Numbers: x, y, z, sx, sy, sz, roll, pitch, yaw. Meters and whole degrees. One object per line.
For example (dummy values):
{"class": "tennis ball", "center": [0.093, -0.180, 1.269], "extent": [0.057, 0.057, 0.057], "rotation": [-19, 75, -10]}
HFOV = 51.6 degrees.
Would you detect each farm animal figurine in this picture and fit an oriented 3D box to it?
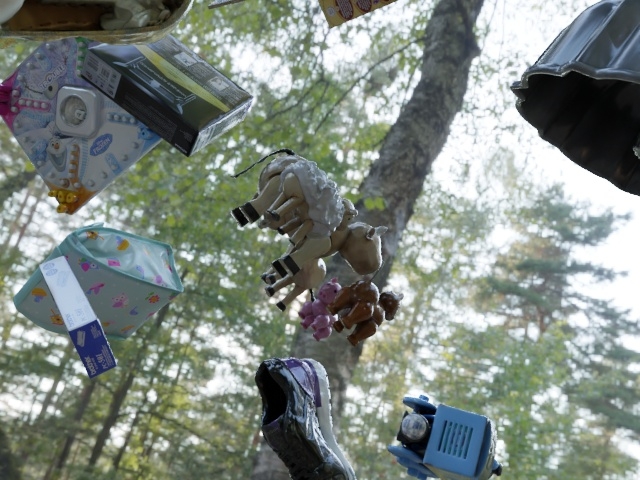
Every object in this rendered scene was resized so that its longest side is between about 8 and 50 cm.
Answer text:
{"class": "farm animal figurine", "center": [0.000, 0.000, 1.025], "extent": [0.326, 0.172, 0.330], "rotation": [59, -19, -23]}

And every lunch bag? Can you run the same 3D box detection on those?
{"class": "lunch bag", "center": [-0.457, 0.084, 1.351], "extent": [0.223, 0.160, 0.262], "rotation": [-40, -37, 24]}

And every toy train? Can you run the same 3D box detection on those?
{"class": "toy train", "center": [0.141, 0.230, 0.727], "extent": [0.105, 0.080, 0.184], "rotation": [12, -23, 26]}

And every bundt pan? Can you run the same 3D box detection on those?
{"class": "bundt pan", "center": [0.368, -0.131, 0.659], "extent": [0.331, 0.124, 0.331], "rotation": [31, 1, -1]}

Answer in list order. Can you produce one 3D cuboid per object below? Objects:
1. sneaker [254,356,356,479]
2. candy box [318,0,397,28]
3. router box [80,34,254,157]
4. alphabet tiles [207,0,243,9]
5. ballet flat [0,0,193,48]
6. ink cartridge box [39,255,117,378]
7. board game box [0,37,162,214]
{"class": "sneaker", "center": [-0.039, 0.314, 1.000], "extent": [0.107, 0.283, 0.124], "rotation": [-33, -30, 28]}
{"class": "candy box", "center": [0.101, -0.376, 0.970], "extent": [0.187, 0.109, 0.053], "rotation": [-11, -66, 40]}
{"class": "router box", "center": [-0.343, -0.351, 1.517], "extent": [0.309, 0.243, 0.081], "rotation": [38, -50, 3]}
{"class": "alphabet tiles", "center": [-0.041, -0.417, 1.030], "extent": [0.198, 0.237, 0.009], "rotation": [-4, -58, 25]}
{"class": "ballet flat", "center": [-0.275, -0.248, 0.642], "extent": [0.349, 0.123, 0.123], "rotation": [-14, -2, -42]}
{"class": "ink cartridge box", "center": [-0.381, 0.114, 1.032], "extent": [0.207, 0.046, 0.097], "rotation": [38, -34, 48]}
{"class": "board game box", "center": [-0.615, -0.323, 1.649], "extent": [0.390, 0.389, 0.050], "rotation": [-36, -3, 18]}
